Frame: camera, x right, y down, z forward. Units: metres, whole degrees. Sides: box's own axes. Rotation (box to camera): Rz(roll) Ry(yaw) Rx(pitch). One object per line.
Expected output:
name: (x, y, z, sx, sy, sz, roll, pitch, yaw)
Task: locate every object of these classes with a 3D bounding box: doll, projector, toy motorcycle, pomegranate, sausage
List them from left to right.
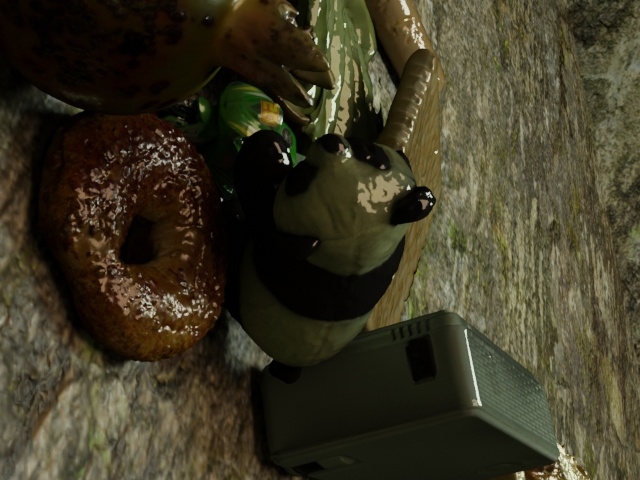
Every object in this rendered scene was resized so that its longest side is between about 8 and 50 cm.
pomegranate: (-0.105, -0.162, 0.824, 0.246, 0.198, 0.198, 36, 38, -22)
toy motorcycle: (-0.060, -0.071, 1.011, 0.190, 0.106, 0.074, 42, 40, -51)
doll: (0.001, 0.001, 0.959, 0.144, 0.234, 0.135, 2, 52, -21)
sausage: (0.080, -0.302, 1.547, 0.301, 0.066, 0.066, 61, 26, -27)
projector: (0.081, 0.151, 1.104, 0.257, 0.192, 0.099, 35, 41, -59)

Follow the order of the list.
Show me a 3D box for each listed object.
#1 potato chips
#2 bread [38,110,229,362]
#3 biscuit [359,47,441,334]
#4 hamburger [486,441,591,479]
potato chips: (-0.003, -0.225, 1.234, 0.373, 0.097, 0.389, 73, 12, -58)
bread: (-0.123, -0.007, 0.882, 0.193, 0.064, 0.193, 39, 45, -53)
biscuit: (0.072, -0.023, 1.266, 0.217, 0.044, 0.324, 81, 22, -45)
hamburger: (0.220, 0.368, 1.344, 0.155, 0.245, 0.282, 5, 114, -41)
